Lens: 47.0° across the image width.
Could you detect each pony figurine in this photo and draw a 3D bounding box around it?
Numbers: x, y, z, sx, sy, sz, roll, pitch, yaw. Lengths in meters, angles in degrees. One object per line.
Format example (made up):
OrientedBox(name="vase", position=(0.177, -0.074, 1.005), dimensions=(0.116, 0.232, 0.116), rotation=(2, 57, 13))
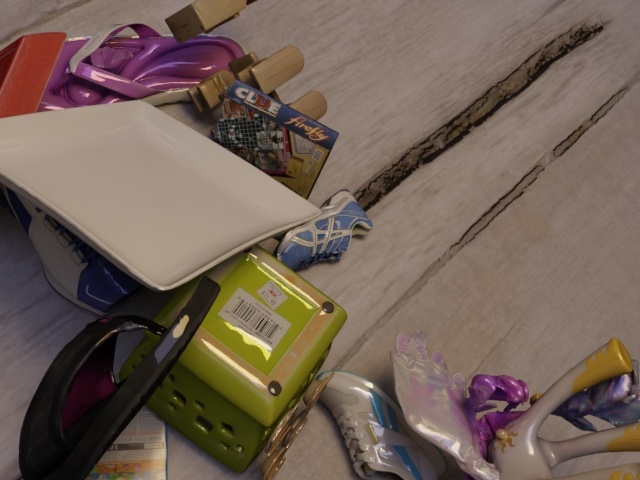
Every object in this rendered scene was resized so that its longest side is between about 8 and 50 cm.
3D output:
OrientedBox(name="pony figurine", position=(0.243, 0.272, 0.918), dimensions=(0.303, 0.363, 0.351), rotation=(41, 32, -20))

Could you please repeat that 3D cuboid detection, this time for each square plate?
OrientedBox(name="square plate", position=(-0.218, -0.068, 0.925), dimensions=(0.344, 0.049, 0.347), rotation=(33, 28, 17))

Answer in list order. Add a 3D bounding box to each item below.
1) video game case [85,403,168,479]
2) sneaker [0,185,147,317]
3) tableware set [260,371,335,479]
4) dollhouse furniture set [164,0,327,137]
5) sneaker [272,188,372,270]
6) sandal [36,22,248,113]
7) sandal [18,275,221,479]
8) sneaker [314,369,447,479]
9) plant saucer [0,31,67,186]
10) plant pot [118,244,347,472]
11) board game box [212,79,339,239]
OrientedBox(name="video game case", position=(-0.265, 0.302, 0.984), dimensions=(0.119, 0.015, 0.166), rotation=(2, 64, -15))
OrientedBox(name="sneaker", position=(-0.368, -0.047, 1.032), dimensions=(0.127, 0.182, 0.315), rotation=(-38, 78, -25))
OrientedBox(name="tableware set", position=(-0.037, 0.253, 0.983), dimensions=(0.020, 0.169, 0.141), rotation=(30, 45, 13))
OrientedBox(name="dollhouse furniture set", position=(-0.102, -0.283, 1.161), dimensions=(0.161, 0.212, 0.242), rotation=(-40, 112, -29))
OrientedBox(name="sneaker", position=(0.000, 0.000, 1.171), dimensions=(0.081, 0.080, 0.211), rotation=(44, 62, 11))
OrientedBox(name="sandal", position=(-0.314, -0.297, 1.216), dimensions=(0.416, 0.102, 0.169), rotation=(-16, 70, -24))
OrientedBox(name="sandal", position=(-0.277, 0.195, 0.817), dimensions=(0.107, 0.446, 0.167), rotation=(41, 16, -7))
OrientedBox(name="sneaker", position=(0.074, 0.278, 1.048), dimensions=(0.228, 0.087, 0.092), rotation=(42, 54, 7))
OrientedBox(name="plant saucer", position=(-0.481, -0.165, 1.030), dimensions=(0.047, 0.258, 0.259), rotation=(37, 51, -40))
OrientedBox(name="plant pot", position=(-0.110, 0.139, 0.991), dimensions=(0.228, 0.207, 0.227), rotation=(37, 56, 3))
OrientedBox(name="board game box", position=(-0.086, -0.110, 1.106), dimensions=(0.165, 0.243, 0.042), rotation=(28, 54, -1))
